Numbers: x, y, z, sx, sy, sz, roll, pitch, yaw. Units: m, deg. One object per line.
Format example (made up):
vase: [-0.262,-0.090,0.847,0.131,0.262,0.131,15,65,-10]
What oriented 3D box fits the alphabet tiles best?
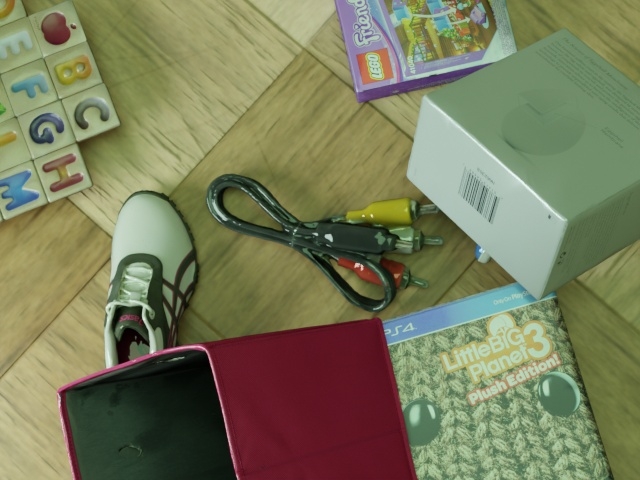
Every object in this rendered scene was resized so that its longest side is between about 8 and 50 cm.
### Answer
alphabet tiles: [-0.429,-0.153,1.610,0.343,0.011,0.285,-22,80,-1]

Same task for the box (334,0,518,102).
box: [0.111,-0.332,1.638,0.201,0.057,0.293,-12,81,1]

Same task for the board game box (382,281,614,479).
board game box: [0.185,0.212,1.505,0.232,0.141,0.291,-17,81,0]

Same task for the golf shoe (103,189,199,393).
golf shoe: [-0.202,0.068,1.562,0.105,0.120,0.272,-2,80,4]

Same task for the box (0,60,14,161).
box: [-0.471,-0.186,1.649,0.175,0.051,0.220,-10,81,1]

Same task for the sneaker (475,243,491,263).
sneaker: [0.183,-0.052,1.588,0.085,0.058,0.152,16,78,0]

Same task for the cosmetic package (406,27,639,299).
cosmetic package: [0.257,-0.090,1.481,0.225,0.138,0.224,-28,58,-27]

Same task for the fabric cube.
fabric cube: [-0.079,0.235,1.402,0.254,0.258,0.259,-20,81,42]

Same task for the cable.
cable: [0.000,0.000,1.608,0.287,0.072,0.139,11,99,17]
